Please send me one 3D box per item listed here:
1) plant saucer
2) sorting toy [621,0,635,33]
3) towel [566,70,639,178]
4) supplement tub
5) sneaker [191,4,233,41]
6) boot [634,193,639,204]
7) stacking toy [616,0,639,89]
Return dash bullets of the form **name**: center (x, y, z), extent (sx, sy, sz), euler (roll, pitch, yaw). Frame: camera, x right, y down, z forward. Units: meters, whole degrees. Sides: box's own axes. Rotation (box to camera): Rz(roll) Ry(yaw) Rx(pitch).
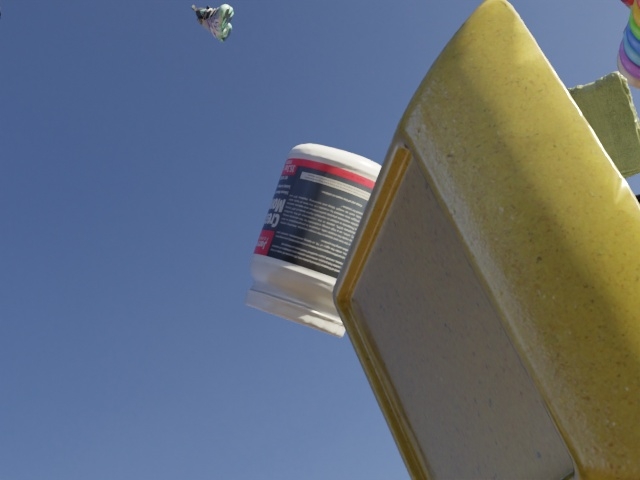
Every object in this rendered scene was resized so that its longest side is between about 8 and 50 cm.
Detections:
- **plant saucer**: center (0.105, 0.073, 0.604), extent (0.081, 0.332, 0.332), euler (-14, -27, -20)
- **sorting toy**: center (0.745, -0.563, 1.872), extent (0.089, 0.257, 0.255), euler (35, -102, -17)
- **towel**: center (0.393, -0.152, 1.274), extent (0.110, 0.148, 0.027), euler (-16, 9, 34)
- **supplement tub**: center (0.000, 0.000, 1.456), extent (0.191, 0.191, 0.272), euler (25, -99, -44)
- **sneaker**: center (-0.177, -0.361, 1.462), extent (0.038, 0.069, 0.098), euler (-55, -2, -18)
- **boot**: center (0.417, 0.029, 1.345), extent (0.244, 0.088, 0.176), euler (-32, -81, 30)
- **stacking toy**: center (0.614, -0.400, 1.639), extent (0.141, 0.141, 0.330), euler (-28, -23, 4)
